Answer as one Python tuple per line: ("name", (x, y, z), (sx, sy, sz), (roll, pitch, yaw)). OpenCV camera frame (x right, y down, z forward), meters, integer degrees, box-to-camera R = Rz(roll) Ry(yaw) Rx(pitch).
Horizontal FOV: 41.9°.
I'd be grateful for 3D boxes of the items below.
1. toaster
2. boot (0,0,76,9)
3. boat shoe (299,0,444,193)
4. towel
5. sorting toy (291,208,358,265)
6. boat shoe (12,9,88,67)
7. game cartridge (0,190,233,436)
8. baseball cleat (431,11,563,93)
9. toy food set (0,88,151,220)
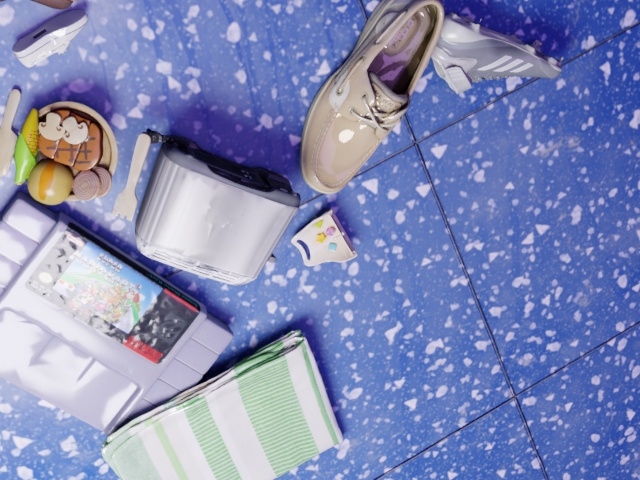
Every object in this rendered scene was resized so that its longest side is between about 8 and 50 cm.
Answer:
("toaster", (-0.148, -0.039, 1.097), (0.227, 0.129, 0.146), (19, 103, -22))
("boot", (-0.428, -0.266, 0.966), (0.248, 0.090, 0.207), (20, 113, -25))
("boat shoe", (0.069, -0.196, 1.132), (0.109, 0.098, 0.302), (27, 98, -24))
("towel", (-0.133, 0.298, 1.237), (0.325, 0.038, 0.248), (-28, 126, -14))
("sorting toy", (0.000, 0.000, 1.210), (0.075, 0.045, 0.083), (-30, 115, 1))
("boat shoe", (-0.325, -0.245, 1.022), (0.100, 0.035, 0.035), (-35, 143, -9))
("game cartridge", (-0.318, 0.118, 1.133), (0.355, 0.068, 0.230), (36, 98, -25))
("baseball cleat", (0.243, -0.253, 1.199), (0.206, 0.072, 0.109), (18, 115, -18))
("toy food set", (-0.313, -0.104, 1.029), (0.192, 0.038, 0.132), (18, 101, 1))
